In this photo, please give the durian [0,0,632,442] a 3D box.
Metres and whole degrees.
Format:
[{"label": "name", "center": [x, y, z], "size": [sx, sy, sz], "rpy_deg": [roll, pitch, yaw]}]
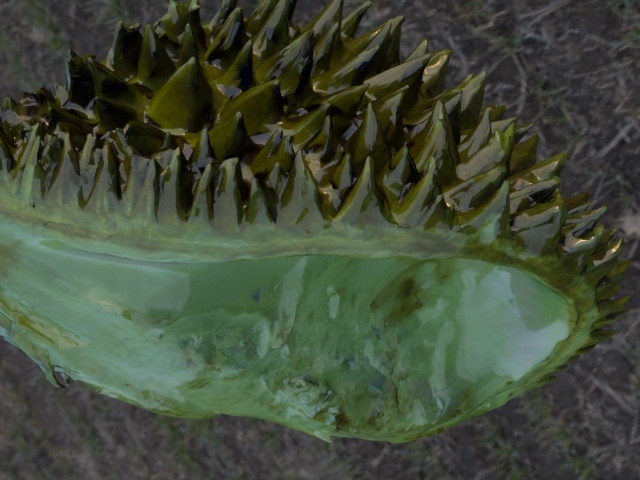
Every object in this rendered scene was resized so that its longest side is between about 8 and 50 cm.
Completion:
[{"label": "durian", "center": [-0.004, -0.008, 0.561], "size": [0.198, 0.394, 0.163], "rpy_deg": [-54, 44, 32]}]
